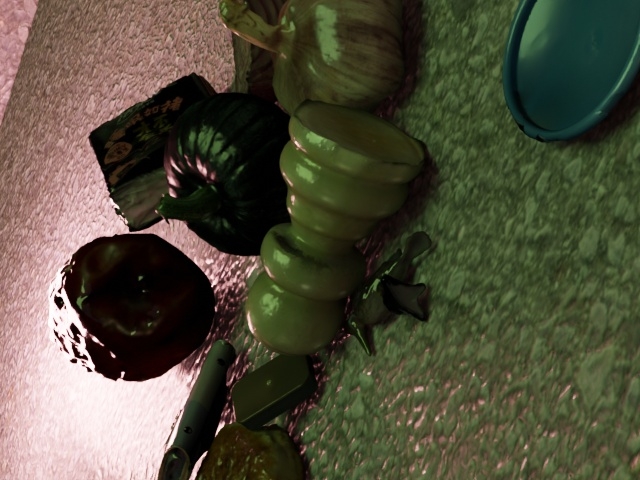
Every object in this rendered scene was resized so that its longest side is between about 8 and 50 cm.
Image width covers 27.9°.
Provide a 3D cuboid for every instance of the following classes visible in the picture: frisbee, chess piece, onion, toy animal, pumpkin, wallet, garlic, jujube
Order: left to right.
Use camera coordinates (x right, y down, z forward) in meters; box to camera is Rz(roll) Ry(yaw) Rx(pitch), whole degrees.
[{"bbox_3d":[-0.320,0.115,2.118,0.377,0.258,0.258,-35,48,57],"label":"jujube"},{"bbox_3d":[-0.187,0.276,1.943,0.231,0.069,0.170,-69,4,-46],"label":"wallet"},{"bbox_3d":[-0.137,-0.081,1.862,0.248,0.248,0.248,-34,49,50],"label":"pumpkin"},{"bbox_3d":[-0.087,-0.319,2.066,0.247,0.111,0.250,128,137,-78],"label":"onion"},{"bbox_3d":[-0.020,-0.281,1.776,0.245,0.253,0.245,-165,90,-70],"label":"garlic"},{"bbox_3d":[0.000,0.000,1.700,0.182,0.182,0.330,55,131,54],"label":"chess piece"},{"bbox_3d":[0.078,0.075,1.641,0.202,0.070,0.105,130,152,-49],"label":"toy animal"},{"bbox_3d":[0.287,-0.220,1.405,0.242,0.045,0.242,-32,51,51],"label":"frisbee"}]

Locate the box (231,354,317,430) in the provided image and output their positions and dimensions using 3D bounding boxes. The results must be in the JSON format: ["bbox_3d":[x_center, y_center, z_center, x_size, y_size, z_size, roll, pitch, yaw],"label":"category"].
[{"bbox_3d":[-0.063,0.205,1.783,0.126,0.031,0.091,-34,31,11],"label":"box"}]

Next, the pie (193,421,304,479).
[{"bbox_3d":[-0.115,0.409,1.784,0.315,0.092,0.315,-34,48,49],"label":"pie"}]

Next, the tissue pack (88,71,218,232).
[{"bbox_3d":[-0.249,-0.150,2.139,0.245,0.123,0.332,-30,27,-3],"label":"tissue pack"}]
